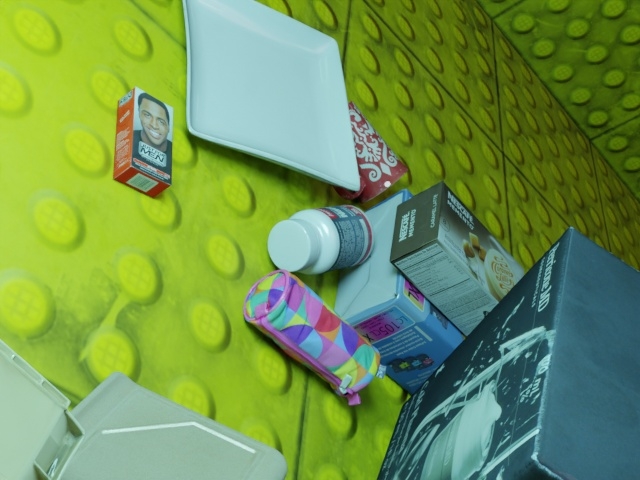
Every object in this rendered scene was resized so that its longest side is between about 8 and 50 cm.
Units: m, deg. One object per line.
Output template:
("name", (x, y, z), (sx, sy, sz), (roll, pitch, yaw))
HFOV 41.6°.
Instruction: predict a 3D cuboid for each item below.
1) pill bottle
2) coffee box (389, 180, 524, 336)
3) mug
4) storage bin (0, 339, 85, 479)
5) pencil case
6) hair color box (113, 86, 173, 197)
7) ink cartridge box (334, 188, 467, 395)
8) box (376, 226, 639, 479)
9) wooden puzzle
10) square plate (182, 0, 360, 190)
("pill bottle", (0.000, 0.000, 1.365), (0.180, 0.108, 0.108), (-10, 75, -57))
("coffee box", (0.231, 0.041, 1.394), (0.246, 0.098, 0.141), (43, 37, -27))
("mug", (0.069, -0.165, 1.580), (0.169, 0.113, 0.150), (54, 23, -7))
("storage bin", (-0.369, 0.185, 0.700), (0.260, 0.123, 0.262), (49, 34, -21))
("pencil case", (-0.008, 0.144, 1.262), (0.236, 0.104, 0.104), (43, 37, -26))
("hair color box", (-0.247, -0.138, 1.181), (0.072, 0.043, 0.141), (27, 46, -42))
("ink cartridge box", (0.211, 0.139, 1.528), (0.395, 0.151, 0.270), (43, 37, -30))
("box", (0.290, 0.324, 1.138), (0.297, 0.472, 0.480), (34, 36, -2))
("wooden puzzle", (-0.180, 0.259, 0.902), (0.239, 0.044, 0.221), (26, 33, 11))
("square plate", (-0.093, -0.264, 1.443), (0.344, 0.049, 0.347), (16, 54, -35))
